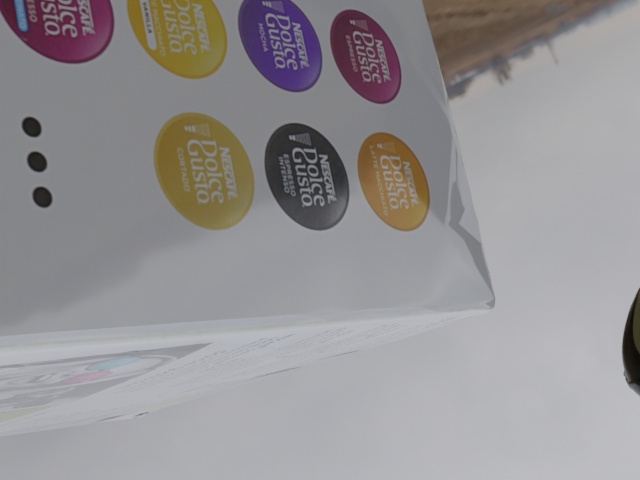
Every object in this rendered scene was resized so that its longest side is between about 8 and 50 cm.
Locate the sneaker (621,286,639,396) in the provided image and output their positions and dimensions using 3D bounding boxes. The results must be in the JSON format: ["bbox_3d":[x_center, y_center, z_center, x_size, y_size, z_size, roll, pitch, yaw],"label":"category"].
[{"bbox_3d":[0.271,-0.015,0.664,0.100,0.108,0.271,28,-104,37],"label":"sneaker"}]

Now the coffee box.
[{"bbox_3d":[-0.166,-0.075,0.579,0.334,0.337,0.338,0,163,-44],"label":"coffee box"}]
